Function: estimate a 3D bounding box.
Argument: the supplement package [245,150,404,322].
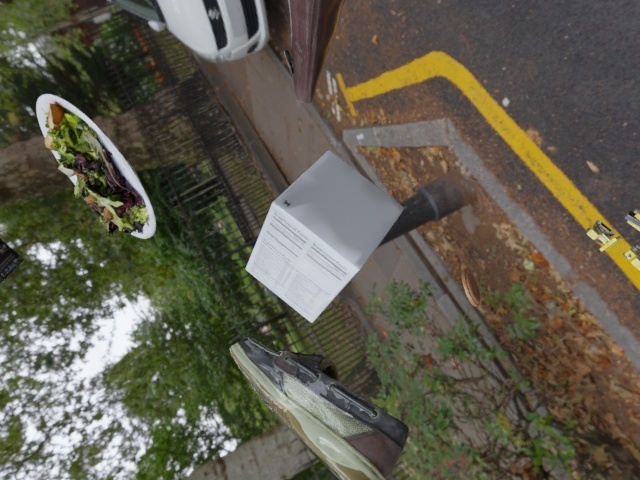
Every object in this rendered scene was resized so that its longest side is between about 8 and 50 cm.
[{"bbox_3d":[0.000,0.000,0.886,0.198,0.199,0.263,38,143,4],"label":"supplement package"}]

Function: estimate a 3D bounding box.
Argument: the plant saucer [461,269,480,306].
[{"bbox_3d":[0.340,0.106,0.943,0.083,0.013,0.084,36,-137,-41],"label":"plant saucer"}]

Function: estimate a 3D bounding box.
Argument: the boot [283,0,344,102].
[{"bbox_3d":[0.001,-0.254,0.475,0.249,0.090,0.207,-89,5,-51],"label":"boot"}]

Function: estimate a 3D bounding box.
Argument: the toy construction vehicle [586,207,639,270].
[{"bbox_3d":[0.458,0.000,0.620,0.098,0.035,0.086,49,146,17],"label":"toy construction vehicle"}]

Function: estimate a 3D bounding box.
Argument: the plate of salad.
[{"bbox_3d":[-0.281,-0.077,0.513,0.199,0.048,0.200,25,141,22],"label":"plate of salad"}]

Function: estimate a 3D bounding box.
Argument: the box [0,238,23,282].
[{"bbox_3d":[-0.844,0.049,0.990,0.184,0.045,0.191,57,-151,-33],"label":"box"}]

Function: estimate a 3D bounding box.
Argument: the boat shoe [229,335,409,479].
[{"bbox_3d":[-0.009,0.147,0.406,0.223,0.073,0.080,22,146,50],"label":"boat shoe"}]
